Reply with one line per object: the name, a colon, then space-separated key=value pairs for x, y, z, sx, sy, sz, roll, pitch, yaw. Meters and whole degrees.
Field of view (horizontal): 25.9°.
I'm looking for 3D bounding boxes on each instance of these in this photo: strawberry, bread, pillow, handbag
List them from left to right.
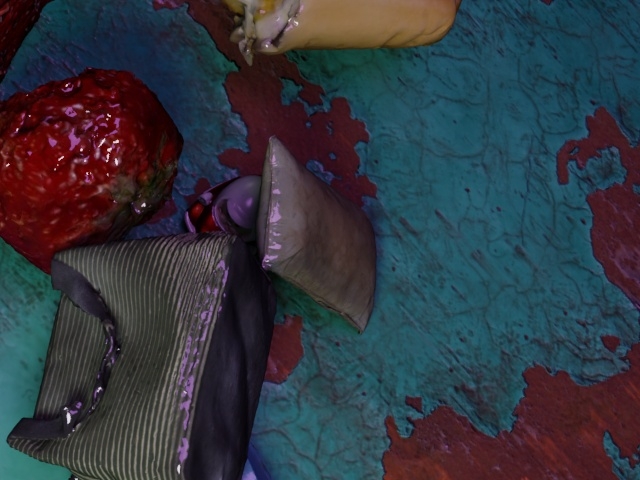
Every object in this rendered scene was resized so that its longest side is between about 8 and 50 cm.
strawberry: x=-0.307 y=-0.099 z=1.688 sx=0.220 sy=0.274 sz=0.274 roll=31 pitch=54 yaw=15
handbag: x=-0.196 y=0.156 z=1.593 sx=0.240 sy=0.247 sz=0.340 roll=2 pitch=67 yaw=17
pillow: x=0.000 y=0.000 z=1.829 sx=0.302 sy=0.075 sz=0.185 roll=37 pitch=49 yaw=-57
bread: x=0.023 y=-0.411 z=1.994 sx=0.394 sy=0.250 sz=0.361 roll=-1 pitch=72 yaw=-33

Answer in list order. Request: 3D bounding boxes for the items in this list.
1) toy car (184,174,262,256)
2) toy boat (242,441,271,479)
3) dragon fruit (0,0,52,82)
toy car: x=-0.097 y=-0.042 z=1.842 sx=0.112 sy=0.112 sz=0.139 roll=49 pitch=56 yaw=-1
toy boat: x=-0.105 y=0.320 z=1.698 sx=0.098 sy=0.109 sz=0.238 roll=-27 pitch=79 yaw=2
dragon fruit: x=-0.450 y=-0.296 z=1.642 sx=0.228 sy=0.329 sz=0.286 roll=29 pitch=59 yaw=-7
